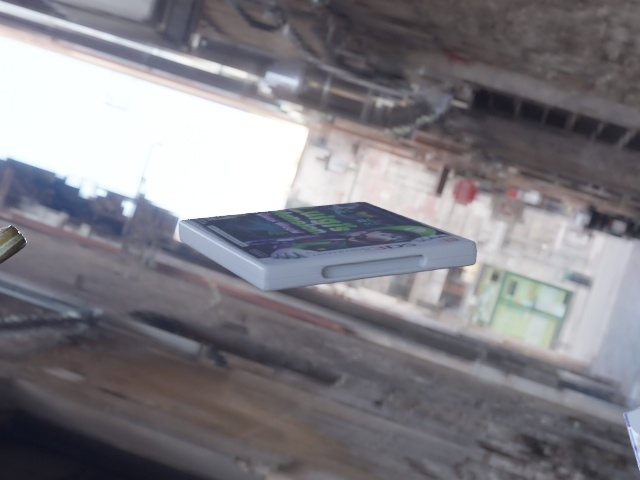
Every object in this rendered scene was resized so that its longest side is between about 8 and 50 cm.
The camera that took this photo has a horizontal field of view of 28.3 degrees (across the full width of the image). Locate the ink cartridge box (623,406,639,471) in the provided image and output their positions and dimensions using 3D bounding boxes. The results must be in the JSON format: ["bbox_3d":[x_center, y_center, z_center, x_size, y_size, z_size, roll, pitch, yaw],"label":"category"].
[{"bbox_3d":[0.366,0.191,1.020,0.045,0.208,0.206,35,-144,-40],"label":"ink cartridge box"}]

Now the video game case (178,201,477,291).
[{"bbox_3d":[0.000,0.000,0.991,0.190,0.173,0.022,-156,63,-63],"label":"video game case"}]

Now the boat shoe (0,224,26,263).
[{"bbox_3d":[-0.401,0.015,1.348,0.072,0.190,0.068,65,-158,-7],"label":"boat shoe"}]
